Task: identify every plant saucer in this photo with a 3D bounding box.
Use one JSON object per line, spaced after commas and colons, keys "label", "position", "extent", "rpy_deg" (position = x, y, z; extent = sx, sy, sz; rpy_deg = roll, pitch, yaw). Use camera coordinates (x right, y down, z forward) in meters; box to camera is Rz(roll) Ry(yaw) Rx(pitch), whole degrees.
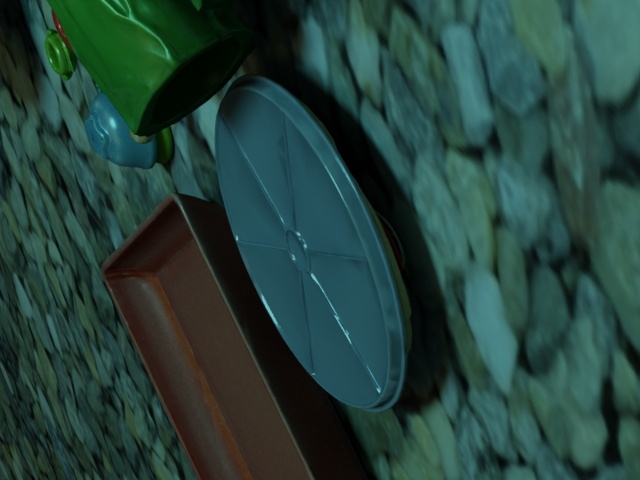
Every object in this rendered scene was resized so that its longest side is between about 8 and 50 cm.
{"label": "plant saucer", "position": [-0.055, 0.102, 1.170], "extent": [0.258, 0.047, 0.259], "rpy_deg": [64, 158, 3]}

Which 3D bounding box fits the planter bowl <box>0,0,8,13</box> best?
{"label": "planter bowl", "position": [-0.319, -0.191, 1.358], "extent": [0.162, 0.109, 0.162], "rpy_deg": [31, 151, 19]}

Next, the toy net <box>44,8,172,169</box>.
{"label": "toy net", "position": [-0.121, -0.121, 1.095], "extent": [0.122, 0.045, 0.232], "rpy_deg": [66, 158, 4]}

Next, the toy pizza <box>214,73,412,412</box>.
{"label": "toy pizza", "position": [0.000, 0.000, 0.948], "extent": [0.201, 0.032, 0.201], "rpy_deg": [51, 154, 36]}

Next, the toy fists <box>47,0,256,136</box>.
{"label": "toy fists", "position": [-0.078, -0.171, 0.857], "extent": [0.142, 0.096, 0.279], "rpy_deg": [54, 154, 7]}
